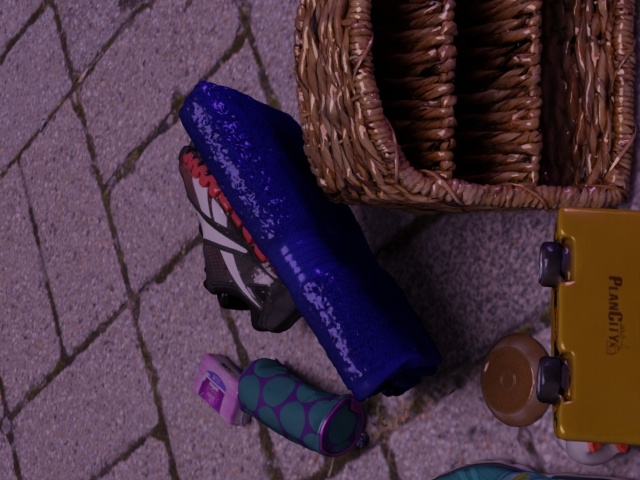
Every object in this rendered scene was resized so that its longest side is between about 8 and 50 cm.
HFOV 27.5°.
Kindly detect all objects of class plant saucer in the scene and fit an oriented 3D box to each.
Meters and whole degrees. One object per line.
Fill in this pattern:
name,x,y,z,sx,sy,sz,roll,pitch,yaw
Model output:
plant saucer,0.170,0.124,1.163,0.083,0.015,0.083,-8,79,47

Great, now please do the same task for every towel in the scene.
towel,0.000,0.000,1.176,0.076,0.227,0.308,-34,80,6

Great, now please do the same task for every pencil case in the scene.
pencil case,-0.021,0.168,1.333,0.151,0.064,0.070,19,61,48

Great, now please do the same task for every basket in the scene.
basket,0.120,-0.176,1.109,0.223,0.213,0.299,0,85,49

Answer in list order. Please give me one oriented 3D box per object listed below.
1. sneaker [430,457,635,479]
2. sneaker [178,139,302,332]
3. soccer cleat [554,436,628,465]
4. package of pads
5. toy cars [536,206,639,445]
sneaker,0.154,0.235,1.097,0.275,0.110,0.107,-16,73,47
sneaker,-0.088,-0.003,1.404,0.276,0.097,0.135,47,117,39
soccer cleat,0.226,0.085,1.072,0.076,0.068,0.196,-173,93,-67
package of pads,-0.105,0.165,1.451,0.083,0.032,0.050,34,109,45
toy cars,0.276,0.147,0.948,0.394,0.176,0.087,50,165,22
